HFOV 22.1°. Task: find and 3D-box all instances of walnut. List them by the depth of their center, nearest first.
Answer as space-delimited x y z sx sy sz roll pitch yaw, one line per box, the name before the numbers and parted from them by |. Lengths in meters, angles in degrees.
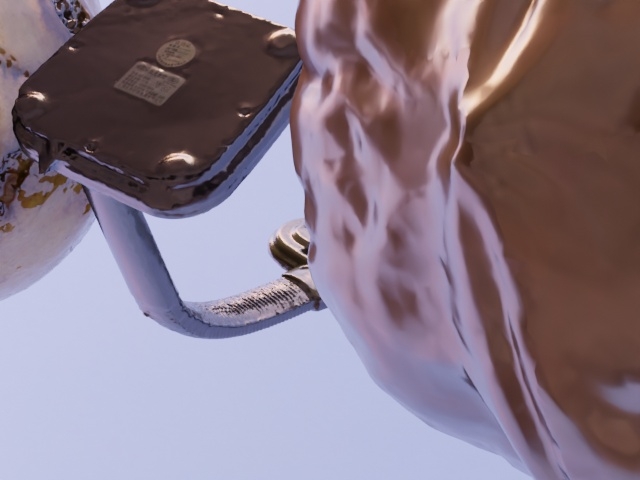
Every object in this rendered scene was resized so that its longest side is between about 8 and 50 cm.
walnut | 0.127 -0.025 0.413 0.273 0.273 0.227 39 -53 27

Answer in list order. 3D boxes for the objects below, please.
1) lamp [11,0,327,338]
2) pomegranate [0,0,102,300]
lamp | -0.003 0.007 0.792 0.203 0.283 0.124 22 -107 30
pomegranate | -0.231 -0.081 0.890 0.260 0.260 0.260 -5 -102 26
